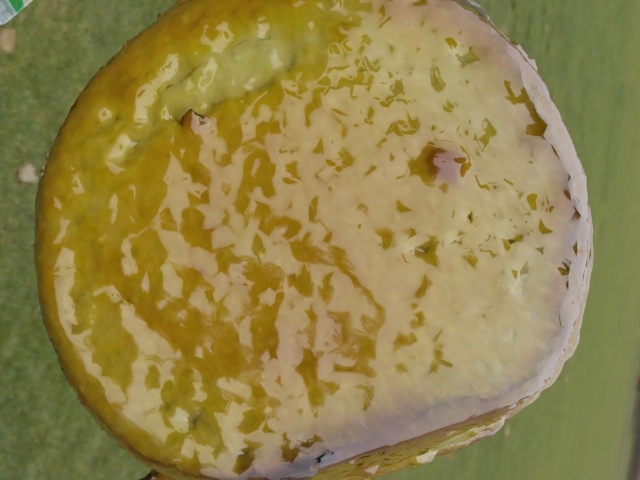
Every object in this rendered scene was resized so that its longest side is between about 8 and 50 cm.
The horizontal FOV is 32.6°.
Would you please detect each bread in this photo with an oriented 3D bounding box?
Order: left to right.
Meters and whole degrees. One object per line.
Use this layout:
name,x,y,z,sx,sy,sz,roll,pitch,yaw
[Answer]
bread,0.003,-0.002,0.676,0.204,0.358,0.337,-162,-130,-86

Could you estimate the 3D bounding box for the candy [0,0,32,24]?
candy,-0.279,-0.198,0.845,0.203,0.141,0.078,-26,127,-23
